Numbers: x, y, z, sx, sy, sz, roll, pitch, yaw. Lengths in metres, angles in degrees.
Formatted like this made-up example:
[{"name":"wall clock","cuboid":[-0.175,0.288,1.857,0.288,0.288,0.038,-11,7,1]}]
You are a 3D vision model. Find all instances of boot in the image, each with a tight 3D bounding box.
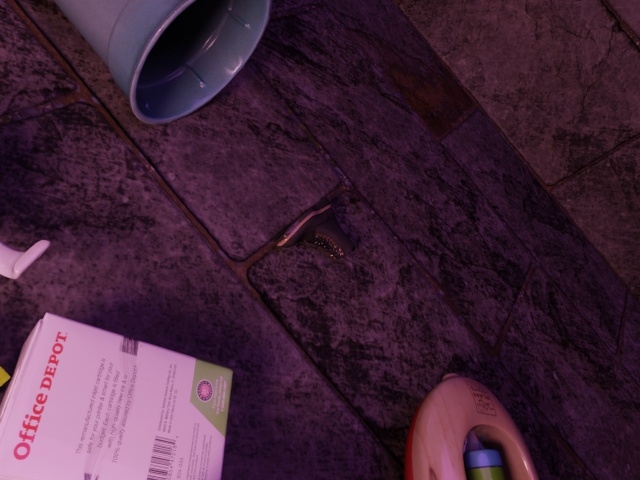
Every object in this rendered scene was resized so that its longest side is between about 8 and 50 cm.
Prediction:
[{"name":"boot","cuboid":[0.000,0.000,1.186,0.137,0.077,0.198,54,42,-4]}]

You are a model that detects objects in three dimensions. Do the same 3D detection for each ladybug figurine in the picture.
[{"name":"ladybug figurine","cuboid":[0.270,0.468,1.019,0.305,0.162,0.449,20,50,-31]}]

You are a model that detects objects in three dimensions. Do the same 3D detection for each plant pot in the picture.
[{"name":"plant pot","cuboid":[-0.325,-0.456,1.047,0.334,0.341,0.341,45,40,6]}]

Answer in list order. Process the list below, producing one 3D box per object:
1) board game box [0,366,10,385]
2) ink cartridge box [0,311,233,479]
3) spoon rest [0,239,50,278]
[{"name":"board game box","cuboid":[-0.463,0.186,0.633,0.092,0.043,0.181,55,40,-14]},{"name":"ink cartridge box","cuboid":[-0.267,0.239,0.731,0.273,0.115,0.198,25,47,-28]},{"name":"spoon rest","cuboid":[-0.464,-0.046,0.677,0.276,0.084,0.137,39,50,-7]}]
